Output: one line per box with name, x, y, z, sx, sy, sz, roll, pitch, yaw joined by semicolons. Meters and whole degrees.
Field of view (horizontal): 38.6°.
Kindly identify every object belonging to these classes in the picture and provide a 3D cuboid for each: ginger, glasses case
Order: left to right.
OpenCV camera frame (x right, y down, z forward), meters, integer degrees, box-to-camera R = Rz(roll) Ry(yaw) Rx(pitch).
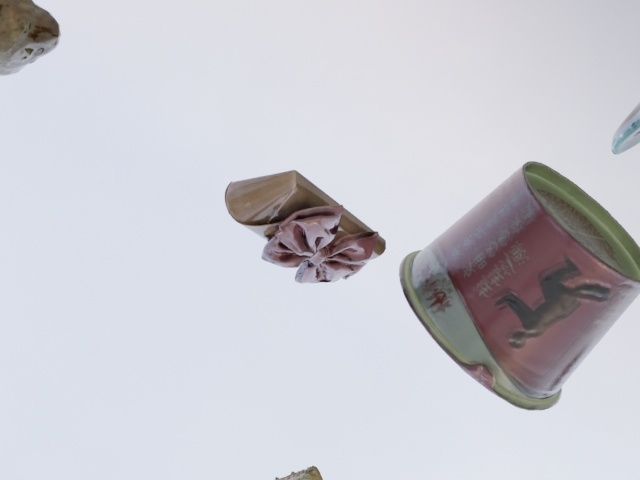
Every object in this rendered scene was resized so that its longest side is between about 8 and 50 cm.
ginger;-0.237;-0.220;0.669;0.104;0.080;0.204;7;-100;-19
glasses case;0.000;0.000;0.911;0.193;0.103;0.070;35;-126;-52

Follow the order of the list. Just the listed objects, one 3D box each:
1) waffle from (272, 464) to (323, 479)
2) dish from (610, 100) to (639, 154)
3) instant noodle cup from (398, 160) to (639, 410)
waffle;-0.040;0.278;0.899;0.092;0.135;0.021;64;-151;-5
dish;0.278;-0.117;0.523;0.246;0.224;0.078;-10;-108;-14
instant noodle cup;0.230;0.040;0.988;0.235;0.178;0.234;32;-153;-18
